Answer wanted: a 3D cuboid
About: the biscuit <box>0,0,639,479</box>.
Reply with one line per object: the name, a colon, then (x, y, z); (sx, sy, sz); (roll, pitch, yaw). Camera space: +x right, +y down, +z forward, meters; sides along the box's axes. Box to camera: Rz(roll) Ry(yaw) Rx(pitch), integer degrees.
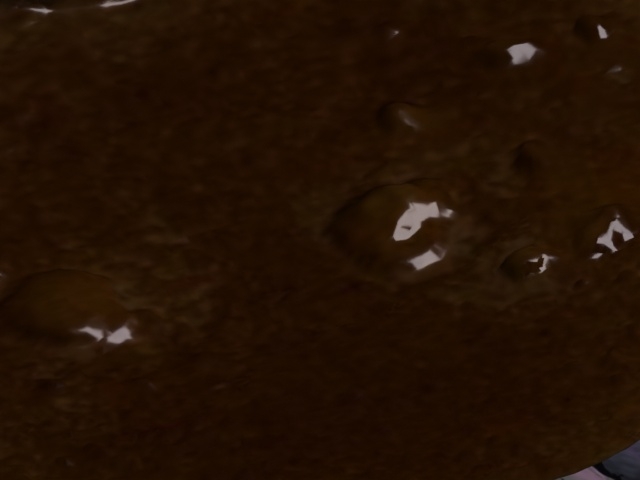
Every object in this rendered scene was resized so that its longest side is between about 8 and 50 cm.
biscuit: (0.000, -0.001, 0.473); (0.257, 0.049, 0.273); (-13, 142, 1)
